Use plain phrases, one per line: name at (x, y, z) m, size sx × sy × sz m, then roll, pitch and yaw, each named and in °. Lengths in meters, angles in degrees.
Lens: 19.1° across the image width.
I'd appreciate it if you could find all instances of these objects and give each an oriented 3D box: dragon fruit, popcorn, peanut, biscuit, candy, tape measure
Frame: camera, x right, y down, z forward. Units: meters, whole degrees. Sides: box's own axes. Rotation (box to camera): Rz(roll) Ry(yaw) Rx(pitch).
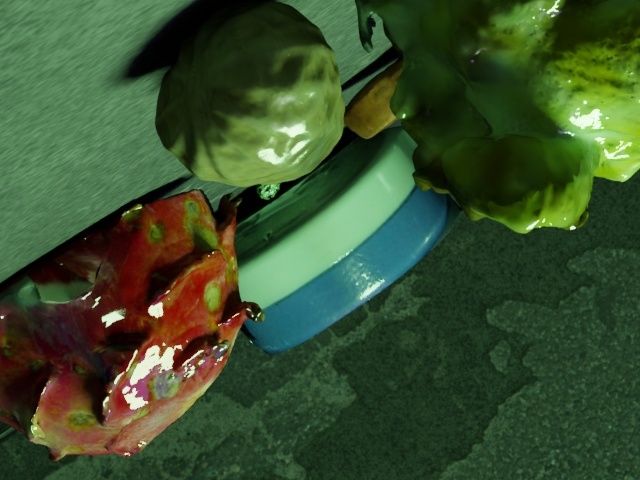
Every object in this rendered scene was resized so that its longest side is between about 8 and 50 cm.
dragon fruit at (-0.153, 0.078, 1.425) m, size 0.274 × 0.161 × 0.126 m, roll -31°, pitch 180°, yaw 0°
popcorn at (0.105, -0.089, 0.964) m, size 0.198 × 0.198 × 0.212 m, roll -37°, pitch -145°, yaw 62°
peanut at (-0.032, -0.066, 0.942) m, size 0.093 × 0.083 × 0.194 m, roll -47°, pitch 178°, yaw -5°
biscuit at (0.151, -0.186, 1.573) m, size 0.284 × 0.043 × 0.306 m, roll -35°, pitch 179°, yaw 23°
candy at (-0.037, -0.066, 1.846) m, size 0.025 × 0.023 × 0.083 m, roll -22°, pitch 165°, yaw -42°
tape measure at (0.000, -0.001, 1.974) m, size 0.259 × 0.138 × 0.262 m, roll -35°, pitch -175°, yaw 14°

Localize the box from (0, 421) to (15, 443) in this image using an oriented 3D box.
box at (-0.332, 0.166, 1.956) m, size 0.290 × 0.073 × 0.289 m, roll -32°, pitch 178°, yaw -42°
